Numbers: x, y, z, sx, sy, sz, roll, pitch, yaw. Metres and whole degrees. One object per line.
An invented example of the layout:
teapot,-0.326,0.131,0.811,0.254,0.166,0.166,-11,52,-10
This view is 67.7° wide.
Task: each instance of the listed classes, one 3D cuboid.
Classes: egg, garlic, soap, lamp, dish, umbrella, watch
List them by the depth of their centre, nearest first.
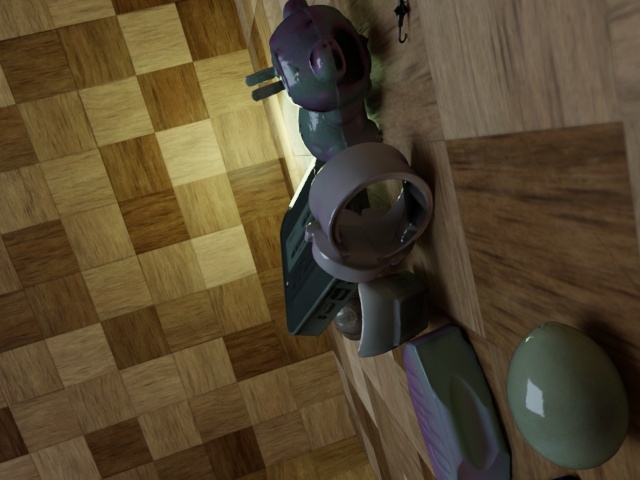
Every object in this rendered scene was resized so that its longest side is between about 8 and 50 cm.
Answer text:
egg,0.256,0.161,0.502,0.114,0.114,0.152,165,93,-82
umbrella,0.117,-0.364,0.696,0.022,0.022,0.149,28,141,40
watch,0.098,-0.064,0.883,0.196,0.244,0.231,-120,37,-46
soap,0.250,0.326,0.905,0.193,0.109,0.324,172,82,-81
dish,0.156,0.142,0.951,0.212,0.077,0.151,-7,-81,-56
lamp,-0.013,-0.302,0.952,0.301,0.247,0.247,71,179,-53
garlic,0.100,0.199,1.492,0.228,0.152,0.228,156,90,-86

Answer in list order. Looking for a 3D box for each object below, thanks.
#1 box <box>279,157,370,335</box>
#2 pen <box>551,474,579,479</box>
box,-0.001,-0.001,1.220,0.396,0.111,0.397,121,150,-45
pen,0.335,0.393,0.741,0.269,0.033,0.033,86,164,-60
